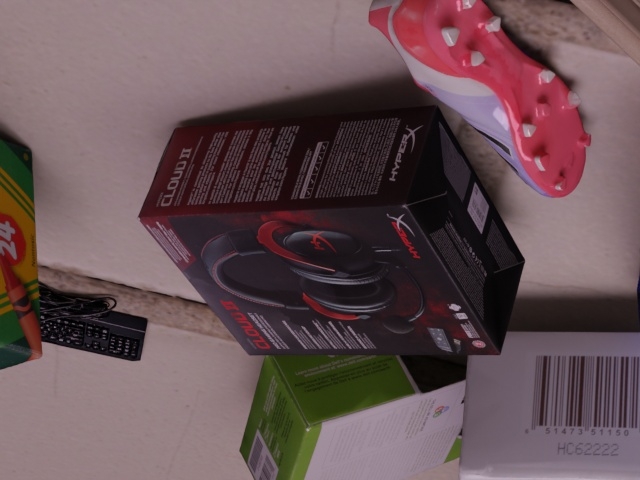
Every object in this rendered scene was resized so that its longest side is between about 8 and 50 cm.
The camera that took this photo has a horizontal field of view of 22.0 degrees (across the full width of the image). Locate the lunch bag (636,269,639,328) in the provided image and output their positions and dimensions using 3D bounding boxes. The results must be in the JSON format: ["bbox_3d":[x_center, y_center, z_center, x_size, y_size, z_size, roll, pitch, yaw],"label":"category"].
[{"bbox_3d":[0.383,0.049,1.390,0.221,0.138,0.293,2,170,9],"label":"lunch bag"}]

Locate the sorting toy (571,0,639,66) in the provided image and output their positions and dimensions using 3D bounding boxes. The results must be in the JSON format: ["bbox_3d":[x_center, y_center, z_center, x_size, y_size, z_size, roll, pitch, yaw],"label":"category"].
[{"bbox_3d":[0.250,-0.160,1.179,0.347,0.196,0.047,41,92,-9],"label":"sorting toy"}]

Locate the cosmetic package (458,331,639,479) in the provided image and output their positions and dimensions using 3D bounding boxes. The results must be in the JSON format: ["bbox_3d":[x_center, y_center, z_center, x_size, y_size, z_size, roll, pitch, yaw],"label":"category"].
[{"bbox_3d":[0.282,0.273,1.659,0.230,0.162,0.453,-1,146,14],"label":"cosmetic package"}]

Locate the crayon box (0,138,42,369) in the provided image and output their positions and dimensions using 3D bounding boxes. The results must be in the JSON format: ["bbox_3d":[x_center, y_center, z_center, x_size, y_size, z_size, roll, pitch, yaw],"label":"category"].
[{"bbox_3d":[-0.367,-0.014,1.368,0.081,0.202,0.318,-17,159,29],"label":"crayon box"}]

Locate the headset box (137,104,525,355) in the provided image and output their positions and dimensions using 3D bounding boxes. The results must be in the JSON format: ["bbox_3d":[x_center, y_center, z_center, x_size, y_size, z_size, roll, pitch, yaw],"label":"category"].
[{"bbox_3d":[0.000,0.000,1.438,0.293,0.110,0.218,-2,142,30],"label":"headset box"}]

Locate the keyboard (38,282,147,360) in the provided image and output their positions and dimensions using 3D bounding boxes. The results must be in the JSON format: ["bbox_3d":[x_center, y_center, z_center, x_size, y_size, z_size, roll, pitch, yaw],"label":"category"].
[{"bbox_3d":[-0.276,0.087,1.684,0.192,0.038,0.100,12,140,-4],"label":"keyboard"}]

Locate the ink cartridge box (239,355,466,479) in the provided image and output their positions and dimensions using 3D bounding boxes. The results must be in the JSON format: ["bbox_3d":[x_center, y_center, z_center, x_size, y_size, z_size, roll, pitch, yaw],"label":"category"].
[{"bbox_3d":[0.062,0.171,1.684,0.255,0.097,0.189,-15,147,-24],"label":"ink cartridge box"}]

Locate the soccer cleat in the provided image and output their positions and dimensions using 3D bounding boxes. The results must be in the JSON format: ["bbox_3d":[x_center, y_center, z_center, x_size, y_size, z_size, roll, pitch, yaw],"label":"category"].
[{"bbox_3d":[0.135,-0.123,1.337,0.095,0.083,0.248,13,157,46],"label":"soccer cleat"}]
